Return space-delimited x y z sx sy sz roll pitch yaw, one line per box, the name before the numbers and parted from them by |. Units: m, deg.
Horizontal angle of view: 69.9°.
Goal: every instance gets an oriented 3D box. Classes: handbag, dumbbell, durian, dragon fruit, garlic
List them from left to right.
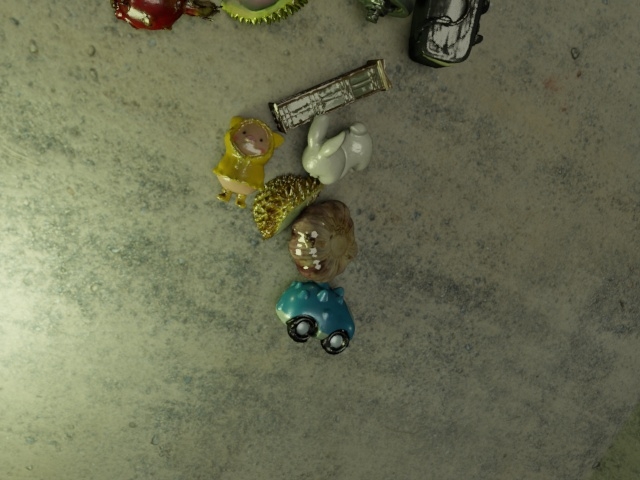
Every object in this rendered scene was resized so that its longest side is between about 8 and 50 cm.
dragon fruit | -0.352 -0.548 1.059 0.246 0.125 0.125 -2 103 -25
durian | -0.099 -0.107 1.306 0.252 0.144 0.139 -47 152 -5
durian | -0.070 -0.644 1.079 0.169 0.157 0.355 39 101 -20
garlic | 0.000 0.000 1.325 0.245 0.161 0.244 -13 109 -44
dumbbell | 0.202 -0.741 1.123 0.179 0.179 0.406 17 103 -21
handbag | 0.337 -0.588 1.203 0.181 0.181 0.254 7 107 -6

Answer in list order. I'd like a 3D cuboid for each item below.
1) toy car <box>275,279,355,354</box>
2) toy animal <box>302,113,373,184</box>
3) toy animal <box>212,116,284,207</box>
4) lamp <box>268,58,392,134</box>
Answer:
toy car | -0.004 0.212 1.382 0.255 0.188 0.190 27 92 -21
toy animal | 0.049 -0.247 1.240 0.193 0.127 0.178 -10 145 -38
toy animal | -0.199 -0.205 1.211 0.156 0.156 0.229 21 91 -22
lamp | 0.026 -0.390 1.237 0.326 0.089 0.090 -26 113 -7
